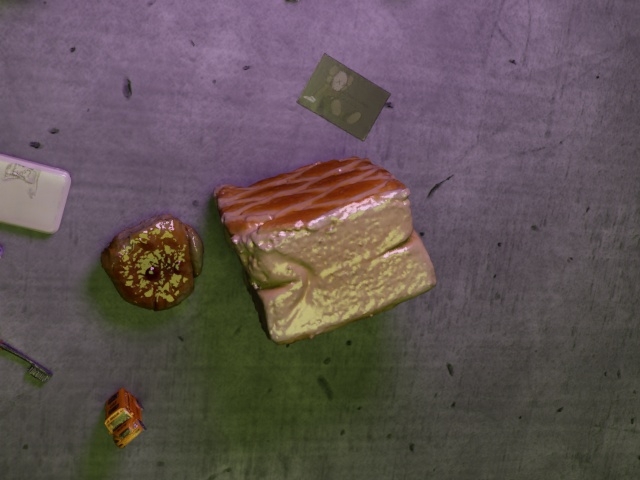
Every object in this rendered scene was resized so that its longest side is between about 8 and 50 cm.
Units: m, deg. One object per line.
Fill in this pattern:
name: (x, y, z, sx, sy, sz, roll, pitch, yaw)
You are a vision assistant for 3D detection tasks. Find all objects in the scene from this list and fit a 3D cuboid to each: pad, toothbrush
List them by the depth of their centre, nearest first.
toothbrush: (-0.722, 0.216, 1.760, 0.321, 0.023, 0.031, 40, 83, -22)
pad: (0.055, -0.325, 1.851, 0.190, 0.004, 0.127, 27, 96, -22)

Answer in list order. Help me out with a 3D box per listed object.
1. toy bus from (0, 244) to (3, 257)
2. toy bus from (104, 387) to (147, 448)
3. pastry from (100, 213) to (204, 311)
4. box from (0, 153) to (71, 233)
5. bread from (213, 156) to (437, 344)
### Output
toy bus: (-0.714, 0.036, 1.696, 0.102, 0.052, 0.058, -40, 115, -1)
toy bus: (-0.443, 0.397, 1.820, 0.069, 0.162, 0.074, -39, 109, -3)
pastry: (-0.367, 0.047, 1.778, 0.229, 0.100, 0.218, 8, 102, -20)
box: (-0.671, -0.110, 1.673, 0.285, 0.044, 0.142, 15, 103, -20)
bread: (0.000, 0.000, 1.732, 0.390, 0.371, 0.279, -17, 113, -8)
